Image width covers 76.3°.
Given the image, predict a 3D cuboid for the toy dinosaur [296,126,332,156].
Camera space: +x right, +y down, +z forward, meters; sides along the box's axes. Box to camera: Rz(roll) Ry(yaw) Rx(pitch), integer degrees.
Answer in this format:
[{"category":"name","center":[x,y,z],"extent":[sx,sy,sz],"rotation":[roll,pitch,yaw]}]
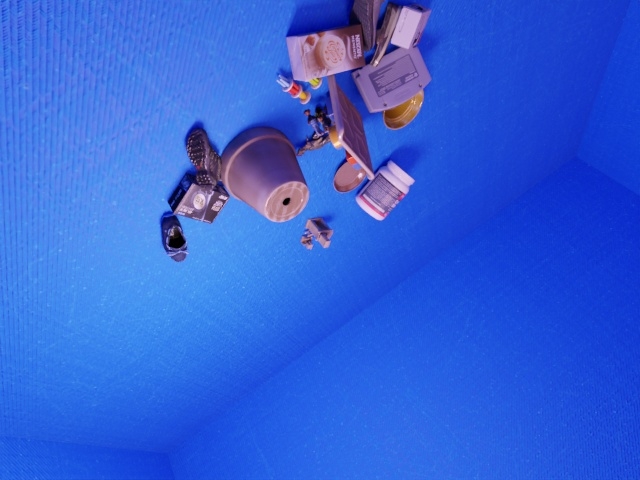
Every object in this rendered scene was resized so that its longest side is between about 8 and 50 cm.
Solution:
[{"category":"toy dinosaur","center":[0.006,-0.431,1.721],"extent":[0.268,0.064,0.118],"rotation":[-21,148,-29]}]

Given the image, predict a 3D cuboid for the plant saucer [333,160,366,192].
[{"category":"plant saucer","center":[0.139,-0.323,1.982],"extent":[0.199,0.036,0.198],"rotation":[-24,142,-20]}]

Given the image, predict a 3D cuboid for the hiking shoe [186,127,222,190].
[{"category":"hiking shoe","center":[-0.414,-0.303,1.478],"extent":[0.114,0.086,0.226],"rotation":[-62,154,-56]}]

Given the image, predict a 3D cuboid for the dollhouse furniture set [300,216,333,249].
[{"category":"dollhouse furniture set","center":[0.000,0.000,2.099],"extent":[0.101,0.182,0.160],"rotation":[-10,137,-35]}]

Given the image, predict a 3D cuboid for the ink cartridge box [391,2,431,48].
[{"category":"ink cartridge box","center":[0.337,-0.795,1.512],"extent":[0.175,0.072,0.127],"rotation":[-51,165,-50]}]

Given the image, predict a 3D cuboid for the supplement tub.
[{"category":"supplement tub","center":[0.331,-0.257,2.093],"extent":[0.272,0.191,0.191],"rotation":[-49,144,16]}]

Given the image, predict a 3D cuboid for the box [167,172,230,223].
[{"category":"box","center":[-0.470,-0.159,1.584],"extent":[0.147,0.077,0.180],"rotation":[-51,144,17]}]

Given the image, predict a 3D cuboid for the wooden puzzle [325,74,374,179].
[{"category":"wooden puzzle","center":[0.103,-0.439,1.606],"extent":[0.081,0.321,0.348],"rotation":[-18,153,20]}]

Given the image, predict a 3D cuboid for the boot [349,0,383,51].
[{"category":"boot","center":[0.213,-0.825,1.378],"extent":[0.223,0.118,0.338],"rotation":[-38,160,-10]}]

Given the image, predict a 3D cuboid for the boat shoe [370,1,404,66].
[{"category":"boat shoe","center":[0.232,-0.768,1.521],"extent":[0.074,0.080,0.223],"rotation":[24,114,-4]}]

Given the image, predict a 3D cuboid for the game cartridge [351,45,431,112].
[{"category":"game cartridge","center":[0.290,-0.643,1.633],"extent":[0.297,0.062,0.198],"rotation":[-30,106,-10]}]

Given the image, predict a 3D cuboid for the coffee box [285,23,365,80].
[{"category":"coffee box","center":[0.022,-0.651,1.405],"extent":[0.247,0.098,0.141],"rotation":[-23,121,-21]}]

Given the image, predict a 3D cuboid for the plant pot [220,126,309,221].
[{"category":"plant pot","center":[-0.190,-0.230,1.579],"extent":[0.323,0.280,0.323],"rotation":[-25,143,-20]}]

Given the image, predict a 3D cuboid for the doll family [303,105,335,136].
[{"category":"doll family","center":[0.002,-0.479,1.604],"extent":[0.076,0.111,0.193],"rotation":[-23,-165,23]}]

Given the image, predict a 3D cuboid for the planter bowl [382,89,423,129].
[{"category":"planter bowl","center":[0.339,-0.606,1.787],"extent":[0.217,0.090,0.217],"rotation":[-23,142,-19]}]

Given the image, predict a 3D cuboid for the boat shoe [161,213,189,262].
[{"category":"boat shoe","center":[-0.597,0.011,1.654],"extent":[0.109,0.089,0.258],"rotation":[-25,144,-19]}]

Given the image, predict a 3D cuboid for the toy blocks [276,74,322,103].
[{"category":"toy blocks","center":[-0.079,-0.579,1.473],"extent":[0.123,0.054,0.148],"rotation":[-50,144,18]}]
